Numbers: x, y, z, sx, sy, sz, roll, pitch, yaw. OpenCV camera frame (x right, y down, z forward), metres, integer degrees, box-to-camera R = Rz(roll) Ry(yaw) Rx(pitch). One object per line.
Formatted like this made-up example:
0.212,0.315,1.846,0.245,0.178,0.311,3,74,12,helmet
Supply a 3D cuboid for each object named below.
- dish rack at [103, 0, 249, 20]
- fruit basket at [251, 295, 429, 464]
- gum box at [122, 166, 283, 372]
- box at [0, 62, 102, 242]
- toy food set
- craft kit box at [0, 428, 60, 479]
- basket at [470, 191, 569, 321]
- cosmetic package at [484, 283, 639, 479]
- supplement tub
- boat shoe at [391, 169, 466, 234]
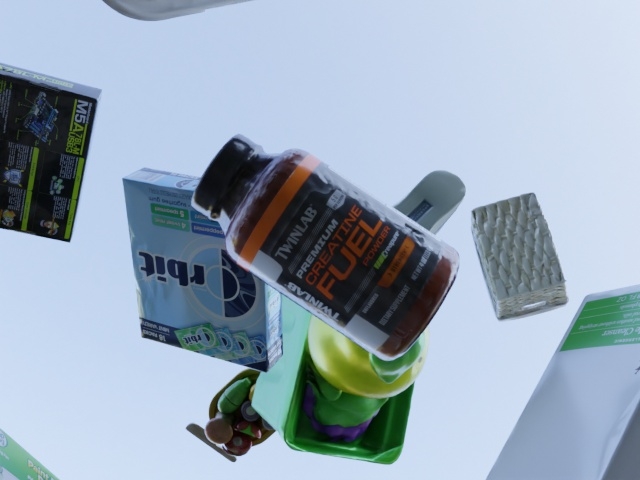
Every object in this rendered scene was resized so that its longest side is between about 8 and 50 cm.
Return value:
-0.047,-0.339,0.536,0.333,0.072,0.285,-24,-70,-33,dish rack
0.072,0.149,1.068,0.283,0.392,0.392,21,-59,-35,fruit basket
-0.116,0.029,0.705,0.157,0.041,0.184,11,-63,21,gum box
-0.361,-0.104,0.802,0.184,0.045,0.190,11,-64,-17,box
-0.144,0.326,1.258,0.128,0.071,0.218,43,-73,-4,toy food set
-0.234,0.298,0.588,0.061,0.246,0.250,-35,-64,-1,craft kit box
0.296,0.023,1.058,0.113,0.167,0.103,-17,-26,12,basket
0.338,0.232,0.793,0.155,0.365,0.197,42,-24,-8,cosmetic package
0.000,0.000,0.542,0.198,0.106,0.106,33,-63,1,supplement tub
0.102,-0.004,0.904,0.079,0.227,0.081,43,-29,18,boat shoe
